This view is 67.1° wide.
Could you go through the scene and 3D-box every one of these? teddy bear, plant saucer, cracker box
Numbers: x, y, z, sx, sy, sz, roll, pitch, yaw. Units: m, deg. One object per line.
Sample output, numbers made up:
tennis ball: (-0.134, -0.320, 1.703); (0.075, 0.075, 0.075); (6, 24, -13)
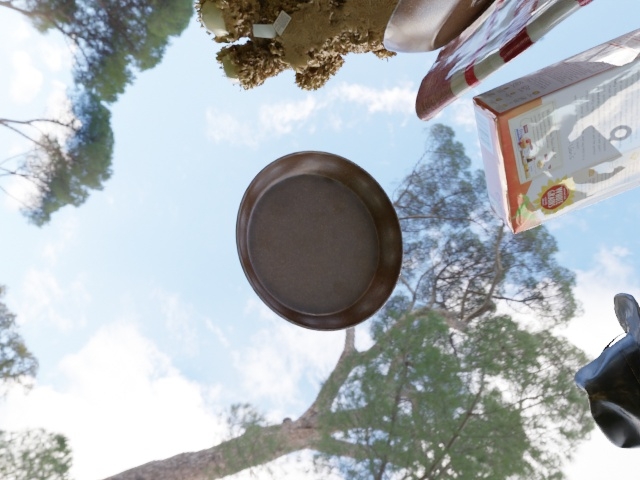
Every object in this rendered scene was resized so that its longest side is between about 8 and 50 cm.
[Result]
teddy bear: (-0.030, -0.352, 0.776); (0.338, 0.245, 0.113); (-22, -145, 23)
plant saucer: (0.000, 0.000, 0.449); (0.029, 0.168, 0.168); (-24, -107, 63)
cracker box: (0.297, -0.122, 0.525); (0.232, 0.155, 0.067); (-21, -145, 4)
plant saucer: (0.142, -0.240, 0.435); (0.036, 0.198, 0.198); (48, -58, 4)

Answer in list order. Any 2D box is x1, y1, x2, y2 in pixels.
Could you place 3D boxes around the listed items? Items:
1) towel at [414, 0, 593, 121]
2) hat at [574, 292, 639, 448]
towel: (0.243, -0.289, 0.523); (0.329, 0.037, 0.237); (-31, -150, 55)
hat: (0.504, 0.250, 0.794); (0.134, 0.331, 0.331); (-24, -106, 21)
